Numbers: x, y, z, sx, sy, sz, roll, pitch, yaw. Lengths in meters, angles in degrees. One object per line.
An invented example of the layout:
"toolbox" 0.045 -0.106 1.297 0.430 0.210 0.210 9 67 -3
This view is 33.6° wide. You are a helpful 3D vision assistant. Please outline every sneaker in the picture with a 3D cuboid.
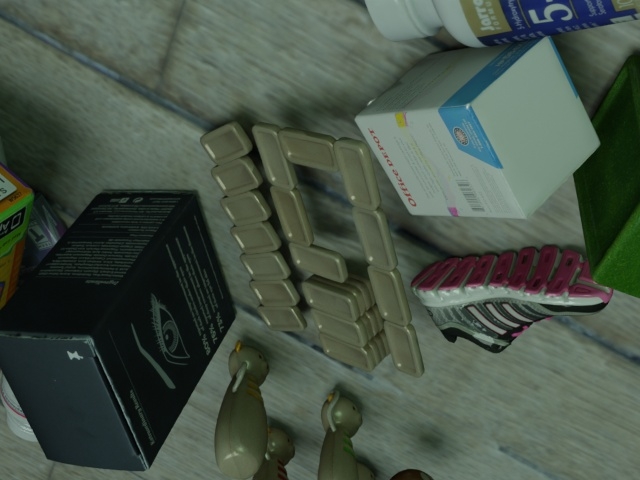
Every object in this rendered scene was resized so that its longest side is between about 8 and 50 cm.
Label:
"sneaker" 0.161 0.053 0.873 0.170 0.063 0.075 -4 123 32

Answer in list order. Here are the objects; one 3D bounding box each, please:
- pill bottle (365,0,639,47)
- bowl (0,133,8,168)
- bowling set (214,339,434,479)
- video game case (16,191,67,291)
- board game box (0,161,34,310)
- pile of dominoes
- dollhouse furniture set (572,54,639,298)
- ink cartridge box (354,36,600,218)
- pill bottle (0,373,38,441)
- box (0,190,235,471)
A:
"pill bottle" 0.125 -0.183 0.673 0.186 0.112 0.112 -6 122 28
"bowl" -0.354 -0.095 0.988 0.142 0.053 0.142 10 129 16
"bowling set" 0.016 0.238 1.048 0.199 0.154 0.287 -5 124 4
"video game case" -0.290 0.086 1.118 0.196 0.026 0.274 -14 118 32
"board game box" -0.517 0.048 0.902 0.356 0.356 0.356 38 137 10
"pile of dominoes" 0.000 0.000 0.902 0.196 0.040 0.251 17 136 40
"dollhouse furniture set" 0.314 -0.092 0.653 0.197 0.151 0.302 18 129 -6
"ink cartridge box" 0.103 -0.078 0.753 0.143 0.090 0.092 6 133 57
"pill bottle" -0.276 0.132 1.073 0.087 0.087 0.160 26 132 3
"box" -0.176 0.074 0.936 0.108 0.207 0.153 1 126 23
